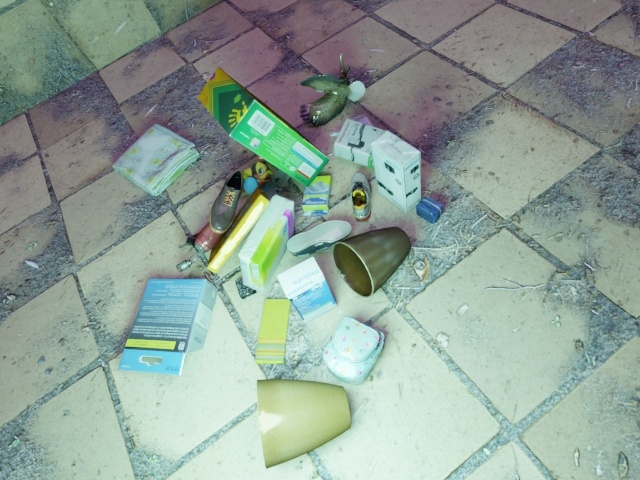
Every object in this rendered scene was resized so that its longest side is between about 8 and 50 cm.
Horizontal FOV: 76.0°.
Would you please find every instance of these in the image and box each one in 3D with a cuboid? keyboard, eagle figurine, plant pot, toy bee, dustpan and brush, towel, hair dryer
[{"bbox_3d":[-0.185,-0.266,1.829,0.072,0.014,0.256,15,63,28],"label":"keyboard"},{"bbox_3d":[0.040,-0.698,1.927,0.225,0.226,0.298,-16,27,48],"label":"eagle figurine"},{"bbox_3d":[0.197,0.049,1.432,0.230,0.215,0.215,-30,55,-23],"label":"plant pot"},{"bbox_3d":[-0.046,0.510,1.194,0.254,0.237,0.237,-7,56,-7],"label":"plant pot"},{"bbox_3d":[-0.266,-0.284,1.764,0.298,0.195,0.162,-2,99,7],"label":"toy bee"},{"bbox_3d":[0.143,-0.500,1.859,0.211,0.060,0.147,-25,56,-1],"label":"dustpan and brush"},{"bbox_3d":[-0.822,-0.409,2.037,0.374,0.090,0.320,30,69,29],"label":"towel"},{"bbox_3d":[-0.474,-0.023,1.634,0.293,0.080,0.224,-35,36,11],"label":"hair dryer"},{"bbox_3d":[-0.165,0.319,1.450,0.102,0.021,0.237,0,57,8],"label":"towel"}]

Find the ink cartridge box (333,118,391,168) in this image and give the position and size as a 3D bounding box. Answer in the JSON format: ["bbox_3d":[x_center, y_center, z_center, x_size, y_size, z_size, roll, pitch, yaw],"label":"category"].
[{"bbox_3d":[0.177,-0.413,1.751,0.208,0.087,0.153,20,69,10],"label":"ink cartridge box"}]

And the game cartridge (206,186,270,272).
[{"bbox_3d":[-0.313,-0.051,1.552,0.324,0.052,0.285,-51,17,3],"label":"game cartridge"}]

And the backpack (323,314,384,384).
[{"bbox_3d":[0.100,0.347,1.290,0.165,0.144,0.188,25,70,21],"label":"backpack"}]

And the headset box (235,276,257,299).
[{"bbox_3d":[-0.286,0.173,1.564,0.062,0.032,0.083,-26,55,-3],"label":"headset box"}]

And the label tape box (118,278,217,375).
[{"bbox_3d":[-0.547,0.315,1.497,0.249,0.115,0.348,-1,61,14],"label":"label tape box"}]

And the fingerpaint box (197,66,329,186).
[{"bbox_3d":[-0.228,-0.449,1.661,0.163,0.444,0.371,-50,50,11],"label":"fingerpaint box"}]

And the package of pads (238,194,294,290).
[{"bbox_3d":[-0.194,0.015,1.511,0.101,0.229,0.297,22,59,8],"label":"package of pads"}]

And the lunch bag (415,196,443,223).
[{"bbox_3d":[0.410,-0.119,1.545,0.065,0.067,0.098,-43,57,-14],"label":"lunch bag"}]

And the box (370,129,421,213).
[{"bbox_3d":[0.286,-0.247,1.525,0.087,0.290,0.169,-40,59,-10],"label":"box"}]

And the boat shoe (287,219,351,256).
[{"bbox_3d":[0.000,0.000,1.571,0.254,0.079,0.095,-23,58,2],"label":"boat shoe"}]

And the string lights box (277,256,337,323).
[{"bbox_3d":[-0.037,0.172,1.362,0.133,0.260,0.077,-27,56,-4],"label":"string lights box"}]

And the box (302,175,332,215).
[{"bbox_3d":[-0.015,-0.190,1.716,0.108,0.042,0.178,-1,57,14],"label":"box"}]

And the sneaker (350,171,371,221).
[{"bbox_3d":[0.162,-0.190,1.639,0.088,0.093,0.225,-9,56,9],"label":"sneaker"}]

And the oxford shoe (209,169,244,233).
[{"bbox_3d":[-0.361,-0.155,1.574,0.096,0.098,0.272,16,59,-11],"label":"oxford shoe"}]
